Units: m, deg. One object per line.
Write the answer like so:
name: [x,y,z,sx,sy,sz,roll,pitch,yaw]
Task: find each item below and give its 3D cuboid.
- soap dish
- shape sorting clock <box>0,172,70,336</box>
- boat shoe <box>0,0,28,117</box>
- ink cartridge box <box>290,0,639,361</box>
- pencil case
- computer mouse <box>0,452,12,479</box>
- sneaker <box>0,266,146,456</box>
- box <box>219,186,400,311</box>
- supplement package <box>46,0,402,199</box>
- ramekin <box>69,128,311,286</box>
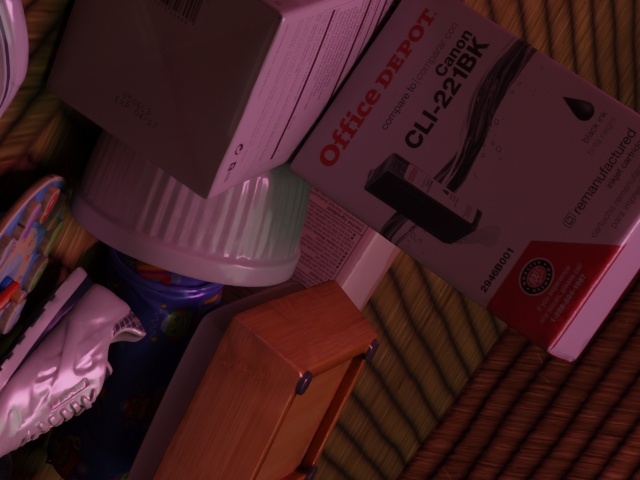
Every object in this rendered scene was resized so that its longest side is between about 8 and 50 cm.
soap dish: [-0.060,0.165,1.815,0.229,0.118,0.291,-64,165,14]
shape sorting clock: [-0.265,0.037,1.521,0.206,0.040,0.206,-57,176,-6]
boat shoe: [-0.262,-0.098,1.270,0.076,0.083,0.226,-40,157,-42]
ink cartridge box: [0.143,-0.059,1.495,0.197,0.273,0.114,-56,160,4]
pencil case: [-0.182,0.119,1.803,0.119,0.133,0.306,0,129,-28]
computer mouse: [-0.395,0.279,1.660,0.184,0.060,0.262,1,119,-45]
sneaker: [-0.248,0.133,1.623,0.235,0.095,0.090,-54,-167,-26]
box: [0.000,0.000,2.022,0.311,0.148,0.121,-56,162,7]
supplement package: [-0.051,-0.184,1.506,0.293,0.177,0.175,-30,149,-55]
ramekin: [-0.104,-0.051,1.580,0.207,0.207,0.109,-15,128,-64]
